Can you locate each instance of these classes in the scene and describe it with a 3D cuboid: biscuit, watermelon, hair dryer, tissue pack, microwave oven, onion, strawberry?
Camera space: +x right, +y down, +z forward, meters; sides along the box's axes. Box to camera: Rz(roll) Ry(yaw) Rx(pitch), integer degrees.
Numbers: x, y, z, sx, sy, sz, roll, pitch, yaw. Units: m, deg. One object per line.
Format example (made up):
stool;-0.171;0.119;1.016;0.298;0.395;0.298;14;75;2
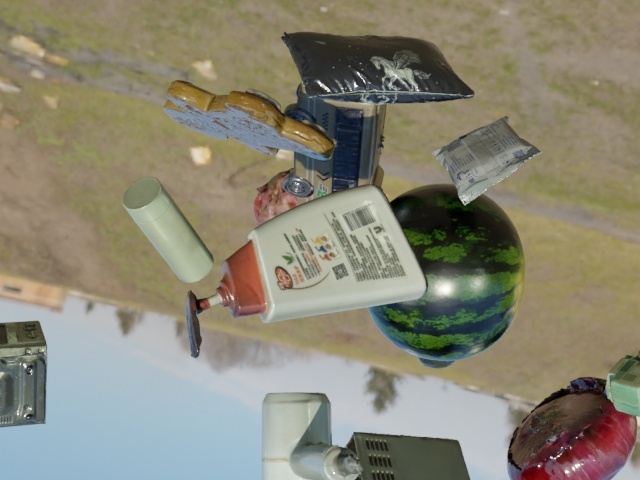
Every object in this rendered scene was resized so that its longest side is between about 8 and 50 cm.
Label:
biscuit;-0.122;-0.177;1.378;0.197;0.049;0.301;31;169;-36
watermelon;0.180;0.046;1.449;0.269;0.269;0.269;13;175;1
hair dryer;0.002;0.289;1.319;0.108;0.173;0.357;1;169;-17
tissue pack;0.227;-0.120;1.347;0.026;0.123;0.193;59;-172;-23
microwave oven;0.095;0.520;1.568;0.219;0.355;0.286;7;-142;-16
microwave oven;-0.545;0.219;1.547;0.205;0.163;0.129;-2;-164;-22
onion;0.431;0.345;1.652;0.161;0.248;0.248;46;-179;10
strawberry;0.000;0.000;2.067;0.265;0.336;0.149;-24;-161;27

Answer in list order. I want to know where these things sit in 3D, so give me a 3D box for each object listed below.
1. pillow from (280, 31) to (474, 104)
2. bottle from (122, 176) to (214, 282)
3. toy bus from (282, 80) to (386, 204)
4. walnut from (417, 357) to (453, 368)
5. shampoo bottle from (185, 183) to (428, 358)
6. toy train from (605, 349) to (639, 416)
pillow;0.068;-0.208;1.168;0.208;0.055;0.141;-2;-141;-19
bottle;-0.248;-0.015;1.599;0.072;0.072;0.201;10;148;30
toy bus;0.030;-0.174;1.548;0.157;0.139;0.289;12;144;6
walnut;0.259;0.218;2.065;0.105;0.124;0.105;51;-170;-12
shampoo bottle;-0.031;0.041;1.103;0.284;0.153;0.071;-20;170;-21
toy train;0.538;0.224;1.468;0.194;0.080;0.125;11;-143;46
